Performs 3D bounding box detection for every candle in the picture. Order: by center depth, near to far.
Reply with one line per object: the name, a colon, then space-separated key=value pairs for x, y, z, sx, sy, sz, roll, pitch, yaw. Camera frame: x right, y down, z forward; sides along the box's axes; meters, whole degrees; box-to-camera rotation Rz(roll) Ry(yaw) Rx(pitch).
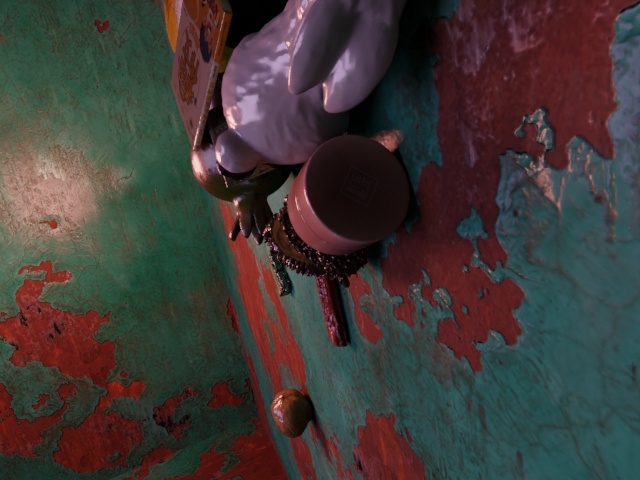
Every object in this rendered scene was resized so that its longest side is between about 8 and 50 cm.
candle: x=0.012 y=0.086 z=0.888 sx=0.051 sy=0.048 sz=0.329 roll=-136 pitch=33 yaw=-77

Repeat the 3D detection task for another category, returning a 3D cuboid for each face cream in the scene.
face cream: x=0.036 y=-0.059 z=0.568 sx=0.104 sy=0.149 sz=0.149 roll=147 pitch=106 yaw=-70

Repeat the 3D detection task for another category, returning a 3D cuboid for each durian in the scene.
durian: x=0.000 y=0.000 z=0.702 sx=0.196 sy=0.167 sz=0.196 roll=50 pitch=163 yaw=22

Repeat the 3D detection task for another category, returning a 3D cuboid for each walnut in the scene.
walnut: x=-0.101 y=0.611 z=1.441 sx=0.166 sy=0.149 sz=0.166 roll=-17 pitch=-90 yaw=-76

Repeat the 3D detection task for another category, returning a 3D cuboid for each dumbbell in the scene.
dumbbell: x=-0.176 y=-0.501 z=0.794 sx=0.152 sy=0.153 sz=0.218 roll=104 pitch=145 yaw=-53

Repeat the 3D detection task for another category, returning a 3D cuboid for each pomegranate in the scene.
pomegranate: x=-0.160 y=-0.158 z=0.889 sx=0.242 sy=0.242 sz=0.305 roll=104 pitch=148 yaw=-53

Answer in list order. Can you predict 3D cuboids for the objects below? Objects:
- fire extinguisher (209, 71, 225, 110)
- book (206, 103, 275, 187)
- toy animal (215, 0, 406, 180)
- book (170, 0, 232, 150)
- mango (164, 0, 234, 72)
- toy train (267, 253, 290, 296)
fire extinguisher: x=-0.329 y=-0.505 z=1.288 sx=0.138 sy=0.102 sz=0.343 roll=-69 pitch=-25 yaw=-63
book: x=-0.100 y=-0.212 z=0.754 sx=0.024 sy=0.228 sz=0.160 roll=-3 pitch=-106 yaw=-72
toy animal: x=-0.013 y=-0.231 z=0.512 sx=0.357 sy=0.194 sz=0.257 roll=-35 pitch=30 yaw=64
book: x=-0.230 y=-0.344 z=0.748 sx=0.295 sy=0.020 sz=0.207 roll=-54 pitch=52 yaw=47
mango: x=-0.285 y=-0.602 z=1.001 sx=0.253 sy=0.182 sz=0.364 roll=-122 pitch=37 yaw=-45
toy train: x=-0.134 y=0.105 z=1.293 sx=0.071 sy=0.038 sz=0.147 roll=113 pitch=138 yaw=-59
